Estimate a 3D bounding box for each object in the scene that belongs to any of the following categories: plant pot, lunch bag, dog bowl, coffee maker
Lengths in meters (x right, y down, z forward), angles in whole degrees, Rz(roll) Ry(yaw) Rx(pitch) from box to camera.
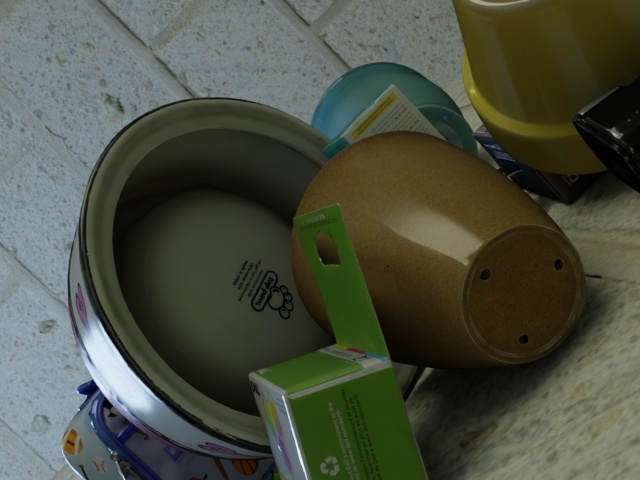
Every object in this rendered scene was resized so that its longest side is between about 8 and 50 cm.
[{"bbox_3d":[0.123,0.022,0.944,0.237,0.237,0.254,-45,20,-8],"label":"plant pot"},{"bbox_3d":[-0.162,0.216,1.246,0.115,0.243,0.303,-40,7,36],"label":"lunch bag"},{"bbox_3d":[-0.090,0.054,1.116,0.150,0.408,0.408,-40,8,47],"label":"dog bowl"},{"bbox_3d":[0.335,-0.126,0.911,0.178,0.120,0.171,-45,7,3],"label":"coffee maker"},{"bbox_3d":[0.248,-0.233,1.051,0.254,0.239,0.254,-14,58,23],"label":"plant pot"},{"bbox_3d":[0.141,-0.160,1.774,0.271,0.271,0.255,-44,21,0],"label":"plant pot"}]

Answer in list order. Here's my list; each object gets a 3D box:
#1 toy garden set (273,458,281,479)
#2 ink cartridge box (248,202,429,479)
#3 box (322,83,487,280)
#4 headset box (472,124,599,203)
[{"bbox_3d":[-0.087,0.312,1.041,0.244,0.049,0.204,-46,7,-15],"label":"toy garden set"},{"bbox_3d":[-0.007,0.109,0.879,0.097,0.255,0.189,-18,1,-12],"label":"ink cartridge box"},{"bbox_3d":[0.125,-0.053,1.170,0.100,0.244,0.060,-47,7,-25],"label":"box"},{"bbox_3d":[0.325,-0.169,1.264,0.293,0.110,0.218,-44,7,4],"label":"headset box"}]
